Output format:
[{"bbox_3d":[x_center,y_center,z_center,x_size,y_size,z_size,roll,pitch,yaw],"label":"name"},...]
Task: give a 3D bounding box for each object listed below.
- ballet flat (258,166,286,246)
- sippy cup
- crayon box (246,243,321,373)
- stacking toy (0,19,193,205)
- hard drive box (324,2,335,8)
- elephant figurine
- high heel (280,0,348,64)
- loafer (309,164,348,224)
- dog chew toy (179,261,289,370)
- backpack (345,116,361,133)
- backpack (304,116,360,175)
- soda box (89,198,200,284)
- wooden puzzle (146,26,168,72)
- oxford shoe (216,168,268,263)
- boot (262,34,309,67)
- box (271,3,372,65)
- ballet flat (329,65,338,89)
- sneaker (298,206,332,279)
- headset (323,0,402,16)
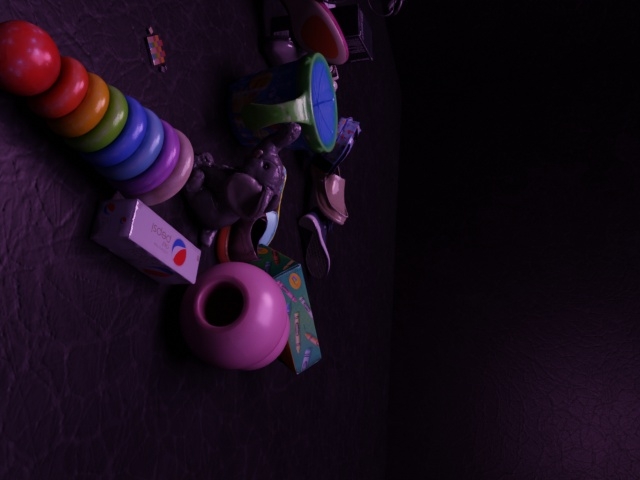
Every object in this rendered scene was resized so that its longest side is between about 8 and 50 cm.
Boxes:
[{"bbox_3d":[-0.141,-0.084,1.477,0.077,0.077,0.231,17,85,-33],"label":"ballet flat"},{"bbox_3d":[-0.095,-0.318,1.424,0.305,0.224,0.240,47,43,-66],"label":"sippy cup"},{"bbox_3d":[-0.098,0.162,1.418,0.081,0.165,0.278,-28,122,-28],"label":"crayon box"},{"bbox_3d":[-0.318,-0.177,0.827,0.330,0.141,0.141,49,41,-59],"label":"stacking toy"},{"bbox_3d":[-0.003,-0.752,2.039,0.181,0.089,0.232,-62,146,-59],"label":"hard drive box"},{"bbox_3d":[-0.145,-0.111,1.192,0.186,0.239,0.169,69,24,-47],"label":"elephant figurine"},{"bbox_3d":[-0.035,-0.651,1.609,0.377,0.127,0.181,50,37,-13],"label":"high heel"},{"bbox_3d":[0.035,-0.170,1.934,0.102,0.092,0.268,21,40,-44],"label":"loafer"},{"bbox_3d":[-0.156,0.173,1.214,0.332,0.206,0.207,70,22,-67],"label":"dog chew toy"},{"bbox_3d":[0.094,-0.425,2.298,0.084,0.105,0.114,60,23,-10],"label":"backpack"},{"bbox_3d":[0.044,-0.312,1.851,0.158,0.117,0.173,-62,-172,-26],"label":"backpack"},{"bbox_3d":[-0.285,0.009,0.992,0.216,0.074,0.069,54,38,-62],"label":"soda box"},{"bbox_3d":[-0.305,-0.353,1.099,0.049,0.006,0.083,-60,144,-61],"label":"wooden puzzle"},{"bbox_3d":[-0.162,-0.062,1.376,0.097,0.098,0.271,62,30,-56],"label":"oxford shoe"},{"bbox_3d":[-0.078,-0.417,1.710,0.338,0.118,0.223,37,58,-62],"label":"boot"},{"bbox_3d":[0.008,-0.593,1.746,0.184,0.261,0.103,25,64,-72],"label":"box"},{"bbox_3d":[0.029,-0.581,2.154,0.074,0.074,0.203,64,29,-53],"label":"ballet flat"},{"bbox_3d":[0.002,-0.001,1.941,0.163,0.086,0.226,-52,135,-62],"label":"sneaker"},{"bbox_3d":[0.056,-0.727,1.540,0.394,0.185,0.243,30,31,-18],"label":"headset"}]
